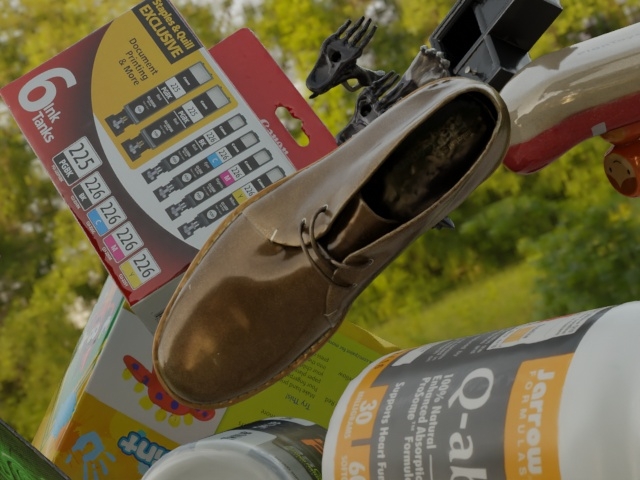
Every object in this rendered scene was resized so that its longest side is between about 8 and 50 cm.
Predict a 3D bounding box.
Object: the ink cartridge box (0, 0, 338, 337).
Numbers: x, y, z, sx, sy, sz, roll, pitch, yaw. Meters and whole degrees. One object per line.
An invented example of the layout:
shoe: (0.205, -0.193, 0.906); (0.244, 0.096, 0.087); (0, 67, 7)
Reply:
ink cartridge box: (-0.129, -0.091, 1.296); (0.272, 0.309, 0.130); (-34, -28, -6)

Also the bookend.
bookend: (0.206, -0.223, 1.430); (0.072, 0.157, 0.156); (19, -50, -27)

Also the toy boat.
toy boat: (0.279, -0.110, 1.191); (0.231, 0.151, 0.151); (-18, 16, 7)

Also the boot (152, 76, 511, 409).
boot: (0.000, 0.000, 0.843); (0.305, 0.112, 0.115); (-43, 1, 5)

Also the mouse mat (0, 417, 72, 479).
mouse mat: (-0.195, 0.172, 0.864); (0.190, 0.152, 0.007); (28, 52, 36)

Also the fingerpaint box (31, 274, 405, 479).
fingerpaint box: (-0.132, 0.242, 1.788); (0.163, 0.445, 0.371); (-14, 51, 63)

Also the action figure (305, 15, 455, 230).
action figure: (0.095, -0.110, 1.290); (0.141, 0.164, 0.276); (-35, -28, 8)

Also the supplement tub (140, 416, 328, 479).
supplement tub: (-0.064, 0.305, 1.404); (0.207, 0.207, 0.338); (-22, -7, 13)

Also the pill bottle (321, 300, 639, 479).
pill bottle: (0.142, 0.120, 0.691); (0.162, 0.162, 0.278); (-21, 1, -40)
